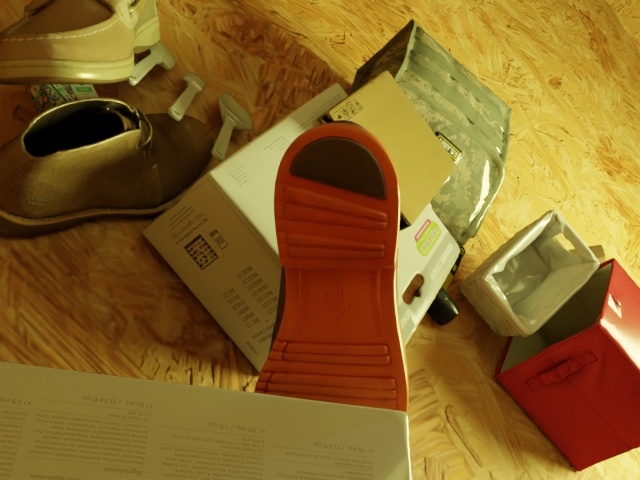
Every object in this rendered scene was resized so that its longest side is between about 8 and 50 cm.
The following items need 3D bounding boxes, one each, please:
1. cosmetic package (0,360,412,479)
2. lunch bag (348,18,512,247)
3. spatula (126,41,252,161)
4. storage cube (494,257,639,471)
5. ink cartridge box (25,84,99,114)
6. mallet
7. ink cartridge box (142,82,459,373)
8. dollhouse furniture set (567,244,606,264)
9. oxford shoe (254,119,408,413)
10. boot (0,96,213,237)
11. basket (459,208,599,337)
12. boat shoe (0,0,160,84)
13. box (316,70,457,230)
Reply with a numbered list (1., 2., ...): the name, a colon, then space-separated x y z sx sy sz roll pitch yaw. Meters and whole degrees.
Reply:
1. cosmetic package: -0.124 0.234 0.492 0.377 0.097 0.285 10 47 -11
2. lunch bag: 0.151 -0.147 1.158 0.235 0.169 0.287 36 46 -19
3. spatula: -0.150 -0.170 0.914 0.168 0.019 0.242 42 14 -17
4. storage cube: 0.400 0.177 1.124 0.193 0.183 0.215 49 37 -4
5. ink cartridge box: -0.281 -0.168 0.834 0.062 0.029 0.115 -13 70 -50
6. mallet: 0.179 0.047 1.132 0.062 0.039 0.190 46 33 -13
7. ink cartridge box: 0.000 0.000 0.900 0.272 0.130 0.309 51 37 -5
8. dollhouse furniture set: 0.418 0.106 1.236 0.151 0.144 0.123 67 17 -48
9. oxford shoe: 0.018 0.076 0.689 0.129 0.364 0.133 8 14 4
10. boot: -0.195 -0.091 0.790 0.112 0.115 0.305 52 34 6
11. basket: 0.300 0.053 1.140 0.167 0.103 0.113 -39 90 -19
12. boat shoe: -0.240 -0.229 0.776 0.121 0.110 0.341 1 24 -2
13. box: 0.090 -0.118 0.963 0.164 0.021 0.201 53 35 -6
